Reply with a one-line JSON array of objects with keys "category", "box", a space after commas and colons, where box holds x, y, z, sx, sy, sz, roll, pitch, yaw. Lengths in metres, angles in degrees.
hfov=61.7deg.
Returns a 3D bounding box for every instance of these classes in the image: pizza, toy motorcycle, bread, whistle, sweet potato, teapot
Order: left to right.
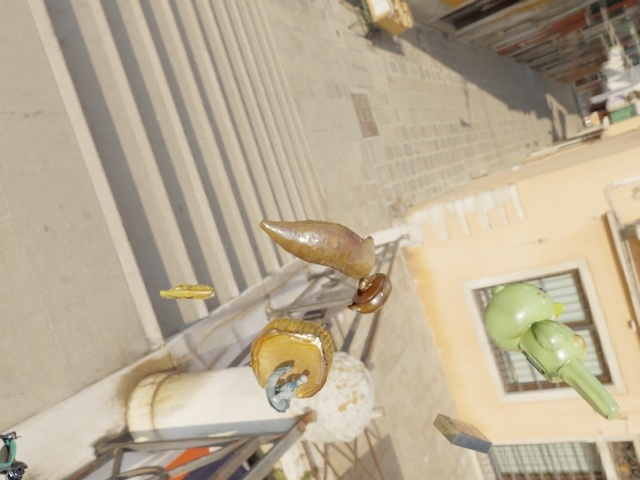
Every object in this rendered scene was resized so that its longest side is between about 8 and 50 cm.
[{"category": "toy motorcycle", "box": [-0.645, 0.415, 1.037, 0.173, 0.058, 0.100, 40, 28, -49]}, {"category": "pizza", "box": [-0.342, 0.134, 1.421, 0.099, 0.160, 0.035, -8, 97, -70]}, {"category": "bread", "box": [-0.064, 0.275, 1.287, 0.104, 0.199, 0.199, -44, 115, -72]}, {"category": "sweet potato", "box": [0.000, 0.003, 1.413, 0.337, 0.131, 0.131, 22, 56, -26]}, {"category": "teapot", "box": [0.117, 0.128, 1.317, 0.129, 0.098, 0.078, -46, 116, -11]}, {"category": "whistle", "box": [0.406, 0.172, 0.937, 0.141, 0.294, 0.141, -22, 129, -29]}]

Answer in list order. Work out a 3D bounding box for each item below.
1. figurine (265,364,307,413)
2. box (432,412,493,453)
[{"category": "figurine", "box": [-0.080, 0.319, 1.160, 0.082, 0.086, 0.094, 46, 27, 8]}, {"category": "box", "box": [0.224, 0.305, 0.845, 0.083, 0.053, 0.024, 27, 95, -30]}]
